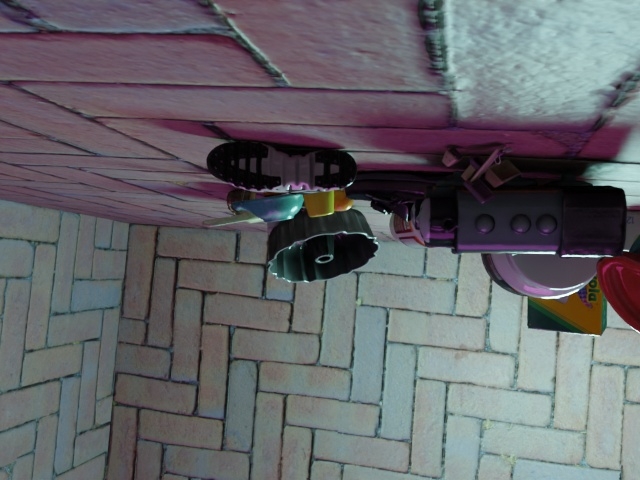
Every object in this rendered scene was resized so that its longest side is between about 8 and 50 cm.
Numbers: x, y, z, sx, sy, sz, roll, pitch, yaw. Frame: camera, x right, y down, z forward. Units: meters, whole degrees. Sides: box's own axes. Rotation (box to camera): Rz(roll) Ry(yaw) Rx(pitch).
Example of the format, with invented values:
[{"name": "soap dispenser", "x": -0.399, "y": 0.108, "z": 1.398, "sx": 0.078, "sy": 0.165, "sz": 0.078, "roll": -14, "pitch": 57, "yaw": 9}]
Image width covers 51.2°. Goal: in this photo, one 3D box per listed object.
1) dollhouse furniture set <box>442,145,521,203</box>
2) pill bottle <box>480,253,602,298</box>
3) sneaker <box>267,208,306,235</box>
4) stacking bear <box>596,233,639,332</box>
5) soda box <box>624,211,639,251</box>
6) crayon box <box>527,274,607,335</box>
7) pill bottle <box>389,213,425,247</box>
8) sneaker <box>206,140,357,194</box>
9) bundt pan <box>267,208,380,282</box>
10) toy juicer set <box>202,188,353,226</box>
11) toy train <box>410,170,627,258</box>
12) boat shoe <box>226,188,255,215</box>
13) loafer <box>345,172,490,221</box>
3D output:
[{"name": "dollhouse furniture set", "x": 0.250, "y": -0.124, "z": 0.954, "sx": 0.114, "sy": 0.091, "sz": 0.081, "roll": -23, "pitch": 156, "yaw": -44}, {"name": "pill bottle", "x": 0.432, "y": 0.009, "z": 1.315, "sx": 0.210, "sy": 0.210, "sz": 0.363, "roll": 4, "pitch": 177, "yaw": 10}, {"name": "sneaker", "x": -0.075, "y": -0.044, "z": 2.076, "sx": 0.252, "sy": 0.111, "sz": 0.103, "roll": 7, "pitch": 177, "yaw": -38}, {"name": "stacking bear", "x": 0.594, "y": 0.016, "z": 1.093, "sx": 0.175, "sy": 0.164, "sz": 0.289, "roll": 1, "pitch": -147, "yaw": 43}, {"name": "soda box", "x": 0.808, "y": -0.014, "z": 1.435, "sx": 0.286, "sy": 0.091, "sz": 0.098, "roll": 2, "pitch": 176, "yaw": 38}, {"name": "crayon box", "x": 0.567, "y": 0.068, "z": 1.531, "sx": 0.165, "sy": 0.279, "sz": 0.081, "roll": 3, "pitch": -170, "yaw": 31}, {"name": "pill bottle", "x": 0.232, "y": -0.042, "z": 1.509, "sx": 0.121, "sy": 0.121, "sz": 0.221, "roll": 5, "pitch": 178, "yaw": -9}, {"name": "sneaker", "x": -0.064, "y": -0.109, "z": 1.072, "sx": 0.234, "sy": 0.078, "sz": 0.106, "roll": 3, "pitch": 175, "yaw": -5}, {"name": "bundt pan", "x": 0.000, "y": 0.000, "z": 1.924, "sx": 0.330, "sy": 0.124, "sz": 0.331, "roll": -9, "pitch": 155, "yaw": -4}, {"name": "toy juicer set", "x": -0.080, "y": -0.092, "z": 1.496, "sx": 0.328, "sy": 0.090, "sz": 0.209, "roll": -7, "pitch": -175, "yaw": 31}, {"name": "toy train", "x": 0.308, "y": -0.037, "z": 1.042, "sx": 0.333, "sy": 0.142, "sz": 0.190, "roll": 2, "pitch": -173, "yaw": 8}, {"name": "boat shoe", "x": -0.203, "y": -0.095, "z": 1.717, "sx": 0.073, "sy": 0.073, "sz": 0.207, "roll": 6, "pitch": 170, "yaw": -3}, {"name": "loafer", "x": 0.180, "y": -0.072, "z": 1.229, "sx": 0.302, "sy": 0.095, "sz": 0.109, "roll": 3, "pitch": 177, "yaw": 25}]
